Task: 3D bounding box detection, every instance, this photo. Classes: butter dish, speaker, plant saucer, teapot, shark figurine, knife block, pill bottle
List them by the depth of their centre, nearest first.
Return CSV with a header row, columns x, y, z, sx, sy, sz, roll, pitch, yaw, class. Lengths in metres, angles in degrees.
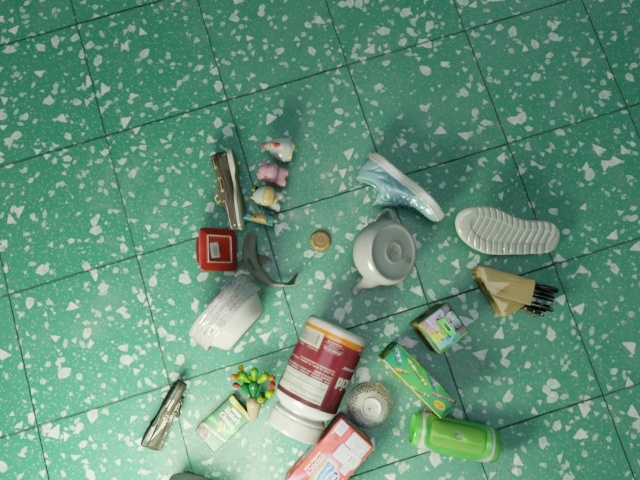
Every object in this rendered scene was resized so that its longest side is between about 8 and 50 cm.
x,y,z,sx,sy,sz,roll,pitch,yaw,class
-0.015,0.477,1.797,0.224,0.224,0.392,24,83,4,pill bottle
0.466,0.686,1.811,0.297,0.131,0.131,11,82,2,speaker
0.210,0.039,1.889,0.256,0.187,0.252,-27,102,-29,teapot
0.727,0.167,1.906,0.242,0.088,0.275,-29,82,-5,knife block
-0.218,0.108,1.912,0.278,0.116,0.166,43,85,8,shark figurine
-0.404,0.039,1.926,0.160,0.118,0.160,4,79,-43,butter dish
0.000,0.000,1.973,0.084,0.015,0.083,0,81,0,plant saucer

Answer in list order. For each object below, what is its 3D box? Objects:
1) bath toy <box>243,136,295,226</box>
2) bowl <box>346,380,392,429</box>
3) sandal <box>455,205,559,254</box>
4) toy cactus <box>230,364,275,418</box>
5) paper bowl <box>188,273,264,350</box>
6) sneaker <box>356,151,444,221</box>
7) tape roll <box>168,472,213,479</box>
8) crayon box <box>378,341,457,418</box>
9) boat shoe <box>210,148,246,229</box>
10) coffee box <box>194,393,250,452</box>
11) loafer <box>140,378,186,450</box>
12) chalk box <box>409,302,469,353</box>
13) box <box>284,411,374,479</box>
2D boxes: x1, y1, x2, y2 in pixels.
x,y,z,sx,sy,sz,roll,pitch,yaw,class
-0.190,-0.230,1.941,0.129,0.151,0.348,14,79,-4,bath toy
0.178,0.594,1.850,0.170,0.080,0.170,0,82,1,bowl
0.684,-0.026,1.936,0.417,0.102,0.169,12,97,-10,sandal
-0.238,0.538,1.818,0.219,0.112,0.180,6,97,37,toy cactus
-0.308,0.265,1.801,0.148,0.284,0.284,41,84,2,paper bowl
0.290,-0.166,1.948,0.366,0.135,0.150,41,91,15,sneaker
-0.417,0.864,1.743,0.219,0.219,0.072,19,81,3,tape roll
0.334,0.484,1.822,0.081,0.165,0.278,-45,84,-6,crayon box
-0.349,-0.186,1.957,0.097,0.116,0.324,-12,78,3,boat shoe
-0.346,0.655,1.864,0.184,0.040,0.113,-40,84,-5,coffee box
-0.542,0.626,1.856,0.084,0.096,0.267,31,90,-15,loafer
0.420,0.308,1.823,0.132,0.213,0.132,-35,83,-5,chalk box
0.028,0.764,1.793,0.154,0.142,0.300,41,84,6,box
